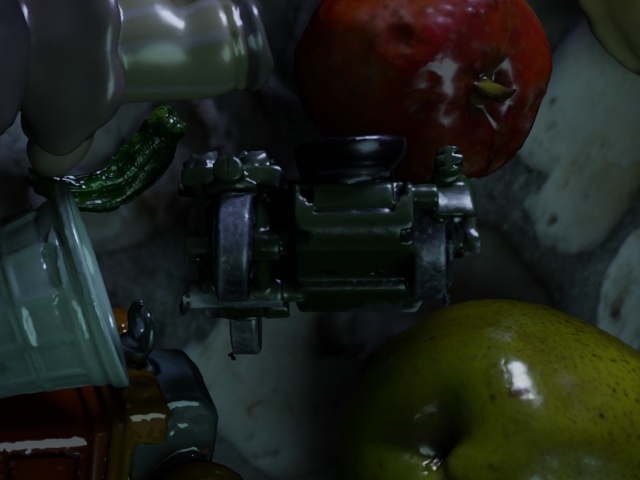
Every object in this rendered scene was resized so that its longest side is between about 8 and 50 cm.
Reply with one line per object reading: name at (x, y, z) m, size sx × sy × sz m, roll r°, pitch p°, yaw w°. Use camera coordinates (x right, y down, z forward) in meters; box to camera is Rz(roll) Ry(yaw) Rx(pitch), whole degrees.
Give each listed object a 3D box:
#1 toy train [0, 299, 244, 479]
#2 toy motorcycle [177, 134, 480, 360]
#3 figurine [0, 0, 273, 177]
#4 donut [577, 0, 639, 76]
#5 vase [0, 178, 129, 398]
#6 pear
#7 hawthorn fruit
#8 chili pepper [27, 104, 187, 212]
toy train at (-0.182, 0.211, 1.227) m, size 0.231 × 0.163 × 0.369 m, roll 1°, pitch 115°, yaw -17°
toy motorcycle at (0.000, 0.000, 1.157) m, size 0.205 × 0.275 × 0.127 m, roll -2°, pitch 76°, yaw -1°
figurine at (-0.214, -0.122, 0.987) m, size 0.380 × 0.248 × 0.203 m, roll -6°, pitch 155°, yaw -31°
donut at (0.345, -0.250, 1.294) m, size 0.371 × 0.150 × 0.307 m, roll 6°, pitch 111°, yaw -33°
vase at (-0.286, 0.069, 1.075) m, size 0.299 × 0.143 × 0.143 m, roll -17°, pitch 123°, yaw -5°
pear at (0.152, 0.182, 1.340) m, size 0.294 × 0.294 × 0.294 m, roll -14°, pitch 121°, yaw -24°
hawthorn fruit at (0.084, -0.118, 1.180) m, size 0.179 × 0.200 × 0.179 m, roll -12°, pitch 113°, yaw -30°
chili pepper at (-0.146, -0.052, 1.188) m, size 0.118 × 0.035 × 0.055 m, roll -24°, pitch 112°, yaw -6°
